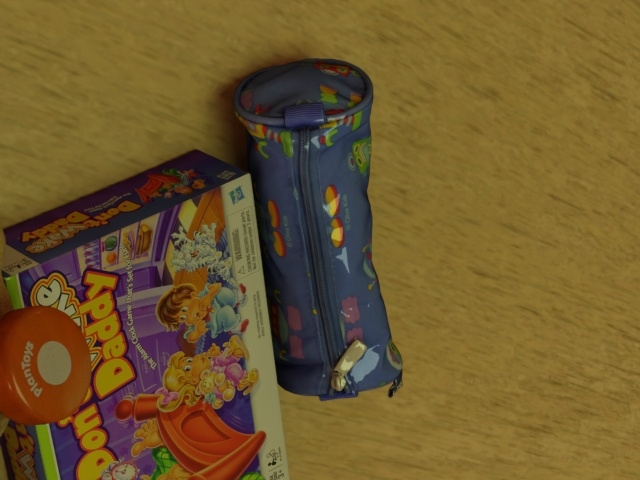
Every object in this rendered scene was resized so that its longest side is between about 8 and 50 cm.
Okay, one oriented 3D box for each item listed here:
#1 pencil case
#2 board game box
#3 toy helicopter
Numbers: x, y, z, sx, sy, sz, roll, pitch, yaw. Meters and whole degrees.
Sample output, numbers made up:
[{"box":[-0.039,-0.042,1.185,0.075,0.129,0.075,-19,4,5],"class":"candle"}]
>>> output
[{"box":[0.000,0.000,1.417,0.119,0.133,0.306,-9,117,-3],"class":"pencil case"},{"box":[-0.152,0.128,1.370,0.233,0.078,0.347,-25,123,-32],"class":"board game box"},{"box":[-0.313,-0.002,1.103,0.235,0.140,0.355,-20,97,-52],"class":"toy helicopter"}]
